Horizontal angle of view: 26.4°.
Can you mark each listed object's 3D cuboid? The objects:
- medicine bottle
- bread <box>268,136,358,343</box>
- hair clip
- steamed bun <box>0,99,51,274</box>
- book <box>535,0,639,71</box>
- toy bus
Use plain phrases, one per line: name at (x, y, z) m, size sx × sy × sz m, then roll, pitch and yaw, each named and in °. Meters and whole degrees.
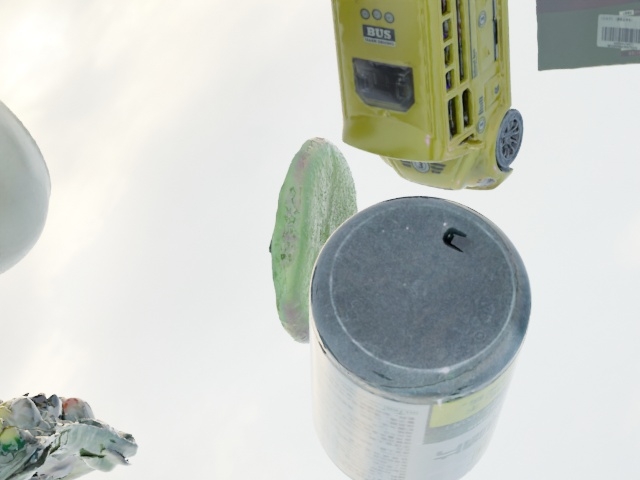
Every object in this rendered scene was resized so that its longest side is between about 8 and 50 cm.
medicine bottle at (0.062, 0.094, 0.967) m, size 0.293 × 0.141 × 0.141 m, roll 91°, pitch 17°, yaw -63°
bread at (0.002, 0.003, 1.933) m, size 0.045 × 0.301 × 0.301 m, roll 5°, pitch -123°, yaw 20°
hair clip at (-0.255, 0.171, 1.131) m, size 0.138 × 0.091 × 0.321 m, roll -23°, pitch 171°, yaw 3°
steamed bun at (-0.359, -0.045, 1.197) m, size 0.232 × 0.232 × 0.145 m, roll -22°, pitch -149°, yaw 49°
book at (0.316, -0.339, 1.535) m, size 0.201 × 0.026 × 0.289 m, roll 5°, pitch -82°, yaw 53°
toy bus at (0.089, -0.184, 1.250) m, size 0.145 × 0.331 × 0.151 m, roll 14°, pitch -144°, yaw 31°
